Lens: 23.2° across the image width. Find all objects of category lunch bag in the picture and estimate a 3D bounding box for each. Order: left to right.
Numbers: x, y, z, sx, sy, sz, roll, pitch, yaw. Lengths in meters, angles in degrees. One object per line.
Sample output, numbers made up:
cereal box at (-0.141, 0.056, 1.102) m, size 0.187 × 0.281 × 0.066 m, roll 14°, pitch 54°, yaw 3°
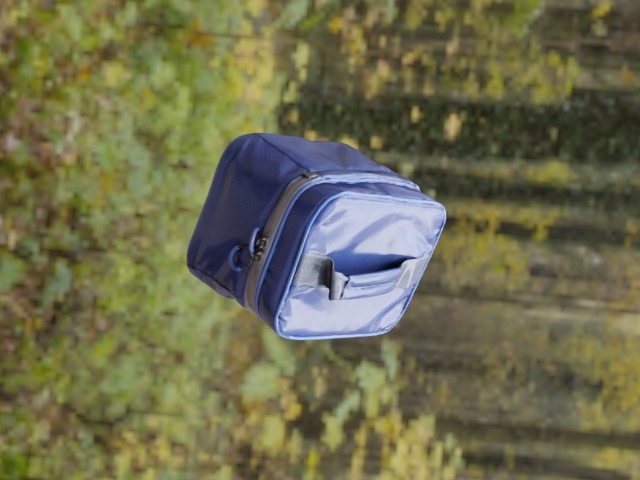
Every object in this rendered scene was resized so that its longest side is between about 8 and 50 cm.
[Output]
lunch bag at (0.000, 0.000, 0.613) m, size 0.098 × 0.065 × 0.067 m, roll -1°, pitch 116°, yaw -52°
